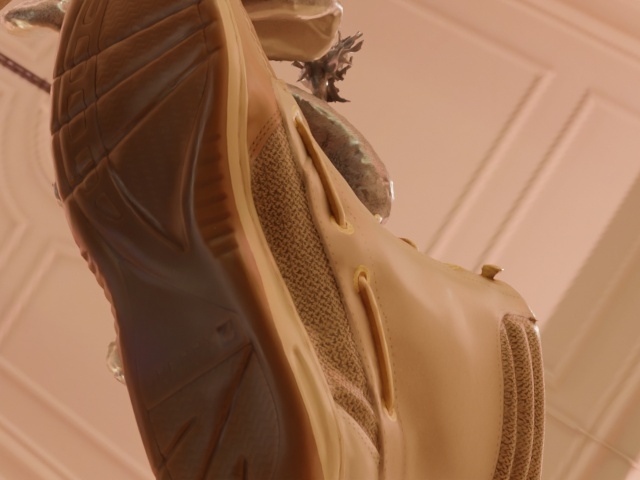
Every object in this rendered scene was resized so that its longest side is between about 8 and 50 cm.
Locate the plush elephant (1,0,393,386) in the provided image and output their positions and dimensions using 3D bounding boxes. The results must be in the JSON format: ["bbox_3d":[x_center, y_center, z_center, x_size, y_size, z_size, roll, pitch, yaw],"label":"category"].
[{"bbox_3d":[-0.093,-0.076,0.943,0.272,0.255,0.330,-5,-115,41],"label":"plush elephant"}]

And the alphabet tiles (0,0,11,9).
[{"bbox_3d":[-0.118,-0.219,0.336,0.285,0.011,0.342,43,-108,-1],"label":"alphabet tiles"}]

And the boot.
[{"bbox_3d":[0.000,0.000,0.552,0.095,0.203,0.262,-33,-116,29],"label":"boot"}]
